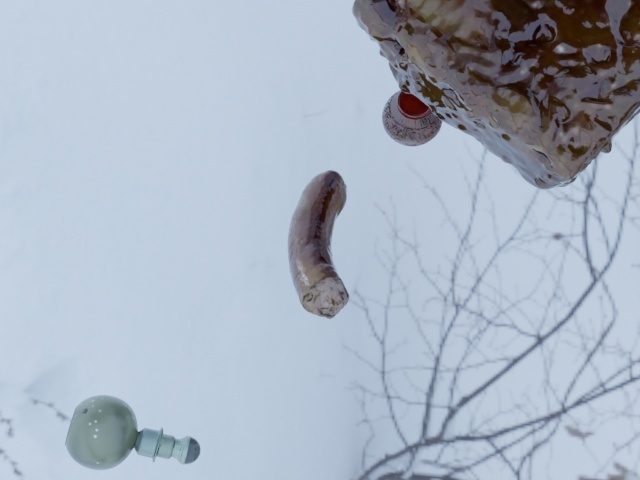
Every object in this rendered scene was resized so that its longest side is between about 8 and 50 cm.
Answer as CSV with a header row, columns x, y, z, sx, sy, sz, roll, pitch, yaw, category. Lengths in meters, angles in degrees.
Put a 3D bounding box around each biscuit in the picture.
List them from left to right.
x,y,z,sx,sy,sz,roll,pitch,yaw,category
0.291,-0.288,1.219,0.342,0.395,0.166,-44,165,-10,biscuit

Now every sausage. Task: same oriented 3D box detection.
x,y,z,sx,sy,sz,roll,pitch,yaw,category
-0.005,0.000,1.439,0.302,0.103,0.076,-90,163,-45,sausage

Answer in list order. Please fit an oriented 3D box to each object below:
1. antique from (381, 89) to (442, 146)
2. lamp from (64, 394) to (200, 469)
x,y,z,sx,sy,sz,roll,pitch,yaw,category
0.150,-0.201,1.426,0.104,0.104,0.104,10,78,-59,antique
-0.229,0.246,1.082,0.091,0.163,0.091,-166,-90,-79,lamp
